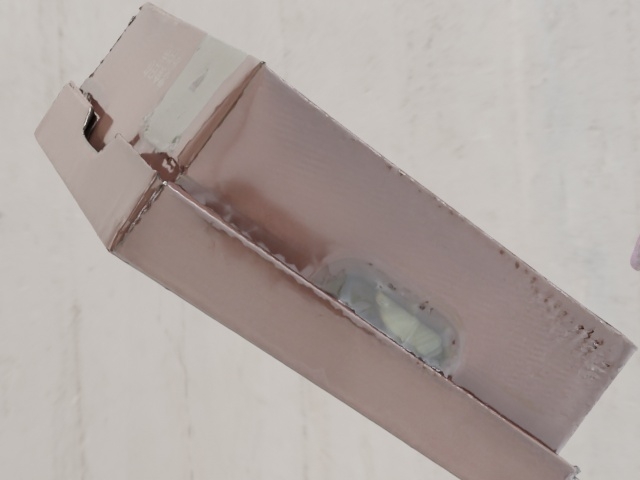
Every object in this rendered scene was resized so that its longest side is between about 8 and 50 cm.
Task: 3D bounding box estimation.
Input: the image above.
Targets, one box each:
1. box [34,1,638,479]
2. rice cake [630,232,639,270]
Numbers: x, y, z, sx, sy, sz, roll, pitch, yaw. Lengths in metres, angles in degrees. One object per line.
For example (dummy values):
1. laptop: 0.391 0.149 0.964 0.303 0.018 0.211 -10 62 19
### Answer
1. box: 0.000 0.000 0.649 0.215 0.215 0.086 35 92 -23
2. rice cake: 0.300 -0.103 1.078 0.072 0.056 0.365 -7 128 -27
